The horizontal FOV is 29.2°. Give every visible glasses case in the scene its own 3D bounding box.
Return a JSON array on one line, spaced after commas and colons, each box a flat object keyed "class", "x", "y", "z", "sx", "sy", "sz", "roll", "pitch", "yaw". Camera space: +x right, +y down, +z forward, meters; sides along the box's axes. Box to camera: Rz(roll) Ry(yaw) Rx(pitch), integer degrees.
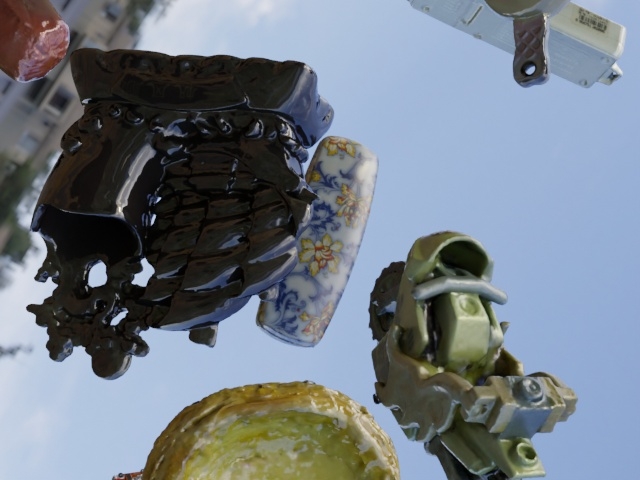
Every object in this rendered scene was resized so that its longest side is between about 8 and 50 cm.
[{"class": "glasses case", "x": 0.000, "y": 0.000, "z": 1.392, "sx": 0.065, "sy": 0.087, "sz": 0.248, "roll": 132, "pitch": -20, "yaw": -69}]

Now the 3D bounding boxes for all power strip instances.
[{"class": "power strip", "x": 0.255, "y": -0.303, "z": 1.649, "sx": 0.098, "sy": 0.338, "sz": 0.058, "roll": 128, "pitch": -16, "yaw": -61}]

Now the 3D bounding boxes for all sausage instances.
[{"class": "sausage", "x": -0.217, "y": -0.156, "z": 0.880, "sx": 0.094, "sy": 0.059, "sz": 0.054, "roll": 48, "pitch": -46, "yaw": 30}]

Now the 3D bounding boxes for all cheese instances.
[{"class": "cheese", "x": 0.192, "y": -0.222, "z": 1.098, "sx": 0.092, "sy": 0.047, "sz": 0.171, "roll": -30, "pitch": -120, "yaw": 27}]

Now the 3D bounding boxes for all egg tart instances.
[{"class": "egg tart", "x": -0.058, "y": 0.285, "z": 1.364, "sx": 0.294, "sy": 0.294, "sz": 0.123, "roll": -59, "pitch": -170, "yaw": -5}]

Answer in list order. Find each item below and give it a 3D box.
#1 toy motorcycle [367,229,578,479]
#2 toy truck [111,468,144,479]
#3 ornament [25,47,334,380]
[{"class": "toy motorcycle", "x": 0.171, "y": 0.154, "z": 1.532, "sx": 0.237, "sy": 0.168, "sz": 0.410, "roll": -66, "pitch": -145, "yaw": 40}, {"class": "toy truck", "x": -0.266, "y": 0.346, "z": 1.754, "sx": 0.032, "sy": 0.083, "sz": 0.024, "roll": 63, "pitch": -38, "yaw": 35}, {"class": "ornament", "x": -0.120, "y": -0.015, "z": 0.996, "sx": 0.251, "sy": 0.106, "sz": 0.260, "roll": 3, "pitch": -105, "yaw": 17}]
